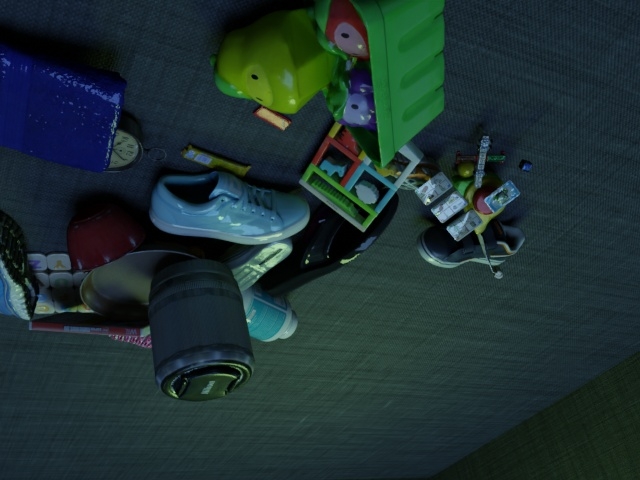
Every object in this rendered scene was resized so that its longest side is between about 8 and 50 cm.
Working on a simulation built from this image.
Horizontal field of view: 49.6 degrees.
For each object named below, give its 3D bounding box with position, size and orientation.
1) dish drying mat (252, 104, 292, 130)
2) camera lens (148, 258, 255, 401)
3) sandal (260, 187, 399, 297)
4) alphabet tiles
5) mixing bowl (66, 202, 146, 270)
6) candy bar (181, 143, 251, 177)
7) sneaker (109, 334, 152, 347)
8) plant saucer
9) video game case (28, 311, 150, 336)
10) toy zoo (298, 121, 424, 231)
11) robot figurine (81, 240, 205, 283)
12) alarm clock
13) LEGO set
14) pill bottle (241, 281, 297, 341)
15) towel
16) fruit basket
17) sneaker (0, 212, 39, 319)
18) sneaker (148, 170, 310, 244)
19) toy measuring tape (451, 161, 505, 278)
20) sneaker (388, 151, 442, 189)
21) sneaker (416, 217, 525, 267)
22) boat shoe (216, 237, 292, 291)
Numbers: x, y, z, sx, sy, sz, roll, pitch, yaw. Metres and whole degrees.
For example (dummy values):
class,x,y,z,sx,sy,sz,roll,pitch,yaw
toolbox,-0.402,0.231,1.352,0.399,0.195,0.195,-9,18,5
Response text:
class,x,y,z,sx,sy,sz,roll,pitch,yaw
dish drying mat,-0.099,-0.254,1.434,0.032,0.008,0.083,-35,139,31
camera lens,-0.274,0.209,1.573,0.219,0.274,0.219,-11,147,-7
sandal,-0.001,0.002,1.705,0.445,0.168,0.107,-33,122,28
alphabet tiles,-0.664,0.116,1.783,0.284,0.021,0.278,0,144,-17
mixing bowl,-0.489,-0.022,1.535,0.181,0.181,0.098,-17,115,7
candy bar,-0.225,-0.171,1.505,0.161,0.018,0.040,18,135,-35
sneaker,-0.541,0.248,1.971,0.170,0.075,0.063,22,110,-10
plant saucer,-0.408,0.095,1.644,0.310,0.050,0.311,-10,147,-6
video game case,-0.557,0.211,1.764,0.285,0.025,0.204,3,-179,5
toy zoo,0.091,-0.168,1.490,0.192,0.030,0.293,37,133,2
robot figurine,-0.444,0.066,1.710,0.291,0.085,0.211,7,141,-30
alarm clock,-0.401,-0.193,1.382,0.192,0.064,0.129,14,138,-28
LEGO set,0.360,-0.137,1.602,0.244,0.060,0.182,-39,117,14
pill bottle,-0.180,0.194,1.924,0.146,0.146,0.264,-30,141,25
towel,-0.510,-0.247,1.224,0.308,0.076,0.228,15,136,-16
fruit basket,0.008,-0.307,1.196,0.392,0.283,0.392,-22,145,-16
sneaker,-0.755,0.068,1.588,0.147,0.130,0.330,1,135,-7
sneaker,-0.193,-0.082,1.538,0.365,0.135,0.150,-2,149,-15
toy measuring tape,0.424,-0.061,1.707,0.121,0.121,0.330,-22,114,15
sneaker,0.184,-0.158,1.592,0.215,0.084,0.083,14,143,-33
sneaker,0.404,-0.007,1.836,0.321,0.126,0.127,0,150,-35
boat shoe,-0.193,0.049,1.755,0.302,0.094,0.109,-31,137,22
